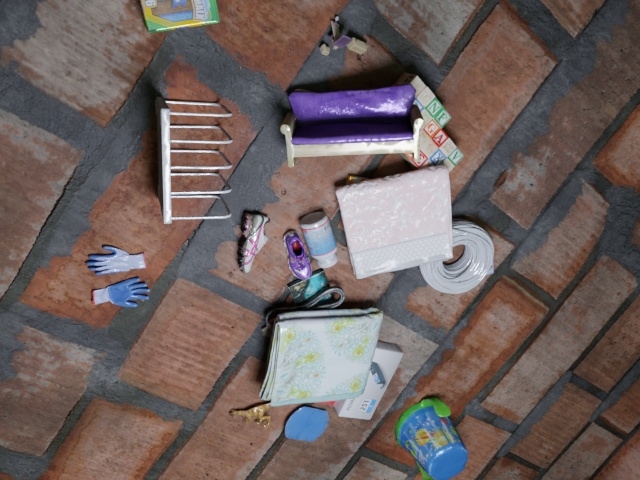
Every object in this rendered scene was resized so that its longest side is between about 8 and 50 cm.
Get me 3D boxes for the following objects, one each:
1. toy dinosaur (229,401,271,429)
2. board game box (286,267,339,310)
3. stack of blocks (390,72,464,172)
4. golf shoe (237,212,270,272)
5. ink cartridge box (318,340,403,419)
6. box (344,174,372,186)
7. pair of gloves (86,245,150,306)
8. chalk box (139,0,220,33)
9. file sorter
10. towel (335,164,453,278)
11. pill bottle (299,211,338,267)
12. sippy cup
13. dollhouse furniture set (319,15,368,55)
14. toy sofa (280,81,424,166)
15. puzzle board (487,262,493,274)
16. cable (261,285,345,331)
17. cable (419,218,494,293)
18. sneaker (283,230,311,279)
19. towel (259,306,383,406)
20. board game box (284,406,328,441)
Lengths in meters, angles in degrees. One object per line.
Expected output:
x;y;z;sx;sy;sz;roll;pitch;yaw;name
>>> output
-0.199;0.576;1.796;0.212;0.064;0.112;-20;116;-10;toy dinosaur
-0.019;0.192;1.711;0.126;0.026;0.186;-25;118;-7;board game box
0.293;-0.323;1.559;0.171;0.087;0.297;-46;119;5;stack of blocks
-0.195;0.012;1.550;0.086;0.067;0.185;5;110;-22;golf shoe
0.115;0.482;1.861;0.261;0.066;0.296;16;106;-25;ink cartridge box
0.137;-0.149;1.616;0.136;0.028;0.081;9;109;-19;box
-0.567;0.104;1.490;0.160;0.023;0.198;-5;114;-17;pair of gloves
-0.309;-0.564;1.225;0.213;0.132;0.131;-13;115;-12;chalk box
-0.321;-0.208;1.344;0.173;0.193;0.277;-4;113;-20;file sorter
0.234;-0.050;1.609;0.332;0.053;0.316;-12;116;1;towel
0.000;0.000;1.600;0.087;0.087;0.160;-23;117;-8;pill bottle
0.432;0.767;2.001;0.240;0.224;0.305;-36;118;-2;sippy cup
0.063;-0.545;1.430;0.114;0.091;0.081;4;70;-43;dollhouse furniture set
0.083;-0.304;1.394;0.363;0.150;0.177;-1;118;5;toy sofa
0.557;0.091;1.871;0.128;0.011;0.096;-15;117;-13;puzzle board
-0.061;0.223;1.680;0.287;0.072;0.139;-41;99;-3;cable
0.448;0.053;1.770;0.257;0.089;0.256;2;113;-16;cable
-0.069;0.054;1.609;0.068;0.071;0.169;-24;119;-7;sneaker
0.006;0.370;1.679;0.375;0.090;0.320;0;117;-25;towel
-0.053;0.649;1.896;0.169;0.033;0.133;22;99;-31;board game box
